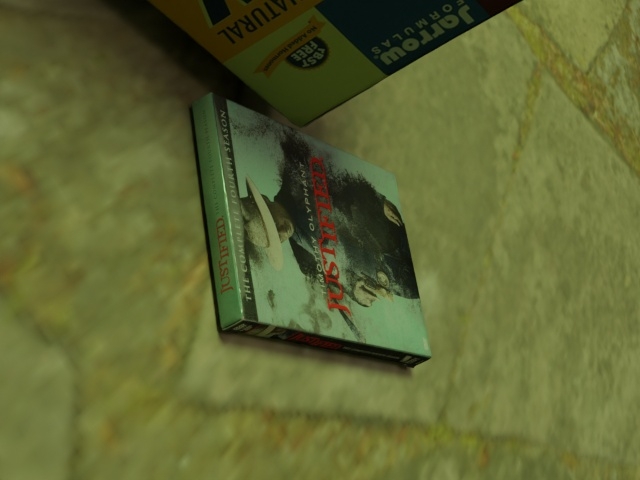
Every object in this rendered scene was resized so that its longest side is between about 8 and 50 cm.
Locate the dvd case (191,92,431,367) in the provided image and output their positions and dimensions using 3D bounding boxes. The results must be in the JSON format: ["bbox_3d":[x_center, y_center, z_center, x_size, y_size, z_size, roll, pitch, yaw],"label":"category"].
[{"bbox_3d":[0.000,0.000,0.389,0.119,0.013,0.087,18,56,-49],"label":"dvd case"}]

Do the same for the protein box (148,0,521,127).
[{"bbox_3d":[-0.017,-0.191,0.358,0.200,0.136,0.201,37,39,-37],"label":"protein box"}]
